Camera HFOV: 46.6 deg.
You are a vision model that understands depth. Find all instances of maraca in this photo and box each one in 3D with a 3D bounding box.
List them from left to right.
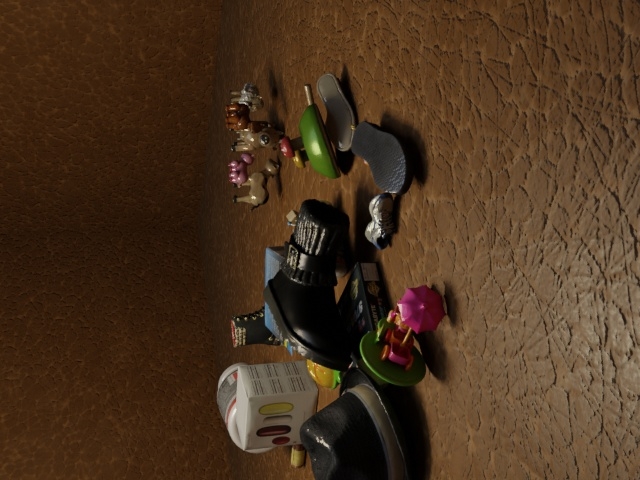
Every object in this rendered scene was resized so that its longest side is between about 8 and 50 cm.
[{"bbox_3d":[0.023,0.287,1.756,0.186,0.099,0.127,133,123,-72],"label":"maraca"}]

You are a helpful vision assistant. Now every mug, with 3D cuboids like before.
[{"bbox_3d":[0.117,0.276,1.538,0.062,0.078,0.064,-33,60,19],"label":"mug"}]

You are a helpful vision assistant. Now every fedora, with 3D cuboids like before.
[{"bbox_3d":[0.054,0.418,1.491,0.334,0.152,0.334,164,90,-73],"label":"fedora"}]

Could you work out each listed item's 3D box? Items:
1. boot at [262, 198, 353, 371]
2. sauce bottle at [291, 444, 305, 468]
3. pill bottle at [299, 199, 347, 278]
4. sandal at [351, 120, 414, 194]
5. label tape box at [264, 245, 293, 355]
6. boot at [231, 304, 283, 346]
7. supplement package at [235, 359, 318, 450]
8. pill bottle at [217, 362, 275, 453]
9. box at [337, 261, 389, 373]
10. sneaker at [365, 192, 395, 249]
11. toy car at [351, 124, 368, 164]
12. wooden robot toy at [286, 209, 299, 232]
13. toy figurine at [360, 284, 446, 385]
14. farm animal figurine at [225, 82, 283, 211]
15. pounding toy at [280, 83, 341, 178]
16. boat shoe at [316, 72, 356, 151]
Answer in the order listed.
[{"bbox_3d":[0.004,0.084,1.575,0.260,0.131,0.348,-62,39,17],"label":"boot"},{"bbox_3d":[-0.063,0.616,2.205,0.042,0.042,0.128,-120,34,-58],"label":"sauce bottle"},{"bbox_3d":[0.000,0.000,1.788,0.108,0.107,0.180,124,140,-64],"label":"pill bottle"},{"bbox_3d":[0.130,-0.167,1.427,0.097,0.054,0.254,-66,26,23],"label":"sandal"},{"bbox_3d":[-0.069,0.157,2.047,0.333,0.105,0.241,-154,63,-71],"label":"label tape box"},{"bbox_3d":[-0.188,0.226,2.332,0.085,0.178,0.237,-143,52,-70],"label":"boot"},{"bbox_3d":[-0.129,0.469,2.121,0.149,0.203,0.194,-120,31,-58],"label":"supplement package"},{"bbox_3d":[-0.230,0.539,2.466,0.363,0.210,0.210,-152,61,-71],"label":"pill bottle"},{"bbox_3d":[0.089,0.175,1.603,0.220,0.051,0.175,112,153,-54],"label":"box"},{"bbox_3d":[0.127,-0.036,1.471,0.135,0.052,0.058,94,154,-46],"label":"sneaker"},{"bbox_3d":[0.087,-0.202,1.585,0.122,0.040,0.060,-117,30,-55],"label":"toy car"},{"bbox_3d":[-0.031,-0.037,2.013,0.079,0.076,0.173,-47,33,15],"label":"wooden robot toy"},{"bbox_3d":[0.162,0.141,1.310,0.173,0.130,0.159,-73,7,-57],"label":"toy figurine"},{"bbox_3d":[-0.199,-0.302,2.366,0.327,0.172,0.331,-95,3,-59],"label":"farm animal figurine"},{"bbox_3d":[-0.035,-0.235,1.763,0.237,0.110,0.183,-103,-7,-51],"label":"pounding toy"},{"bbox_3d":[0.048,-0.290,1.712,0.065,0.075,0.206,28,-139,-58],"label":"boat shoe"}]
